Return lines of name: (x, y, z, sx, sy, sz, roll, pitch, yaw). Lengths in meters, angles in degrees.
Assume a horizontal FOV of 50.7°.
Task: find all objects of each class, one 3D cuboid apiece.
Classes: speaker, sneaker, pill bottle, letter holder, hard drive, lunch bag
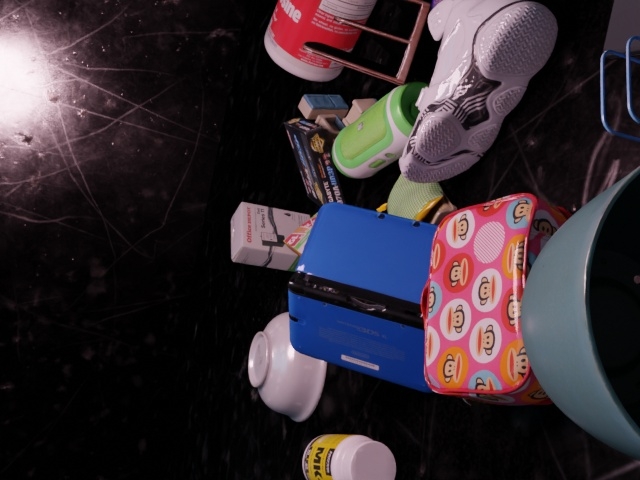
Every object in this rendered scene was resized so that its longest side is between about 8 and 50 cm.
speaker: (0.134, -0.223, 1.414, 0.296, 0.131, 0.131, 153, 123, -63)
sneaker: (0.243, -0.280, 1.176, 0.366, 0.137, 0.210, -57, 31, 35)
pill bottle: (0.055, 0.445, 1.338, 0.208, 0.119, 0.119, 149, 127, -61)
letter holder: (0.089, -0.426, 1.355, 0.302, 0.214, 0.152, -72, 0, -72)
hard drive: (0.430, -0.291, 0.873, 0.135, 0.022, 0.094, -160, 81, -67)
pill bottle: (0.027, -0.625, 1.694, 0.229, 0.229, 0.407, -102, 31, -41)
lunch bag: (0.244, 0.092, 0.996, 0.258, 0.120, 0.293, -17, 61, 56)

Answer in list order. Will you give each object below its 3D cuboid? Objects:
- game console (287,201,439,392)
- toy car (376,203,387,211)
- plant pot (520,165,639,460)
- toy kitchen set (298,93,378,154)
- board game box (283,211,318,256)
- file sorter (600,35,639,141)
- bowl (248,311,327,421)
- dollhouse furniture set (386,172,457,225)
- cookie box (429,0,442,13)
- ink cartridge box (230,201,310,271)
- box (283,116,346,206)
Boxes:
game console: (0.106, 0.100, 1.228, 0.173, 0.293, 0.250, -52, -30, -48)
toy car: (0.124, -0.030, 1.500, 0.122, 0.060, 0.040, -42, -3, 33)
plant pot: (0.332, 0.077, 0.647, 0.235, 0.293, 0.293, 123, 152, -77)
toy kitchen set: (0.067, -0.327, 1.674, 0.207, 0.122, 0.166, 59, 138, 29)
board game box: (0.000, 0.000, 1.672, 0.124, 0.039, 0.259, -40, 25, -8)
file sorter: (0.416, -0.188, 0.761, 0.170, 0.104, 0.118, 157, 120, -64)
bowl: (-0.101, 0.312, 1.746, 0.298, 0.134, 0.297, -170, 90, -67)
dollhouse furniture set: (0.115, -0.009, 1.336, 0.197, 0.151, 0.301, -111, 37, -51)
cookie box: (0.261, -0.486, 1.326, 0.092, 0.040, 0.107, -131, 55, -63)
ink cartridge box: (-0.133, -0.008, 1.848, 0.087, 0.208, 0.153, 127, 145, -48)
box: (-0.014, -0.193, 1.710, 0.175, 0.051, 0.220, 42, 153, 63)
